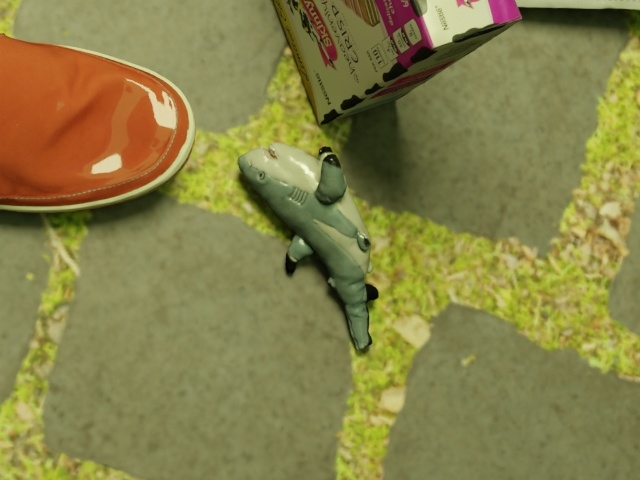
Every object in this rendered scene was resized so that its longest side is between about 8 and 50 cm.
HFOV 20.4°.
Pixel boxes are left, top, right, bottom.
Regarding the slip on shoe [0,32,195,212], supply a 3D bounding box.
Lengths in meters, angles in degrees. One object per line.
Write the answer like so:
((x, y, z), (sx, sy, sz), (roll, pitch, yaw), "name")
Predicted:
((-0.241, -0.093, 1.186), (0.331, 0.101, 0.123), (11, 77, -17), "slip on shoe")

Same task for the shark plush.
((0.000, 0.000, 1.290), (0.067, 0.073, 0.161), (-23, 111, 0), "shark plush")

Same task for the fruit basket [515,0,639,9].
((0.211, -0.333, 1.321), (0.353, 0.165, 0.327), (2, 107, -1), "fruit basket")

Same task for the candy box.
((0.036, -0.183, 1.215), (0.071, 0.233, 0.159), (-20, 87, -19), "candy box")
